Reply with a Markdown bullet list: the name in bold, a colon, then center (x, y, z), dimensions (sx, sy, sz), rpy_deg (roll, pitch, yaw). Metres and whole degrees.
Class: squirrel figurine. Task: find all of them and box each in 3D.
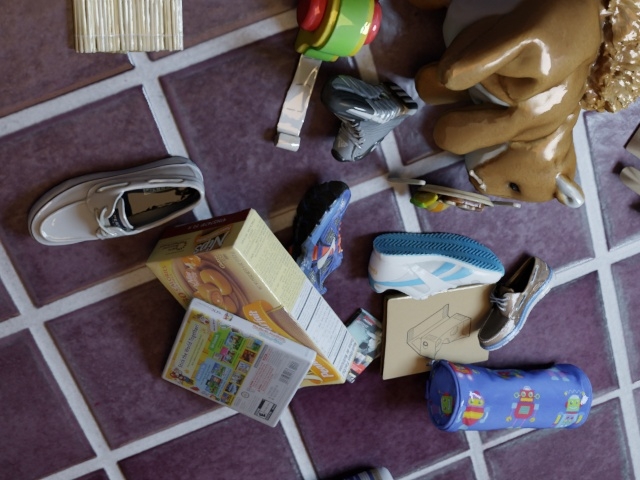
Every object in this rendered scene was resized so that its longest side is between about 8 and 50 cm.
- **squirrel figurine**: center (0.343, -0.229, 1.641), dimensions (0.397, 0.281, 0.370), rpy_deg (-24, 128, 0)

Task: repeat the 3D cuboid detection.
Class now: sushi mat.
- **sushi mat**: center (-0.264, -0.402, 1.513), dimensions (0.151, 0.019, 0.316), rpy_deg (-6, 119, -14)

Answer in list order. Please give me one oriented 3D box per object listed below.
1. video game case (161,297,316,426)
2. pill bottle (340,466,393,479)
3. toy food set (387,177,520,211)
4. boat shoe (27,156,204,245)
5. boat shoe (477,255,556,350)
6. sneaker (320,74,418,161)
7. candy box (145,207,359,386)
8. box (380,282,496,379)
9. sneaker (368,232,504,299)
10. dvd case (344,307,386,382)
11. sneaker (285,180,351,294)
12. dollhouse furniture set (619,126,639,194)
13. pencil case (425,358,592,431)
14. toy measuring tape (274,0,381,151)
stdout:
- **video game case**: center (-0.133, 0.196, 1.770), dimensions (0.206, 0.026, 0.227), rpy_deg (24, 141, -3)
- **pill bottle**: center (0.019, 0.517, 2.011), dimensions (0.264, 0.153, 0.153), rpy_deg (-18, 121, -6)
- **toy food set**: center (0.209, -0.059, 1.772), dimensions (0.192, 0.132, 0.038), rpy_deg (12, 90, -20)
- **boat shoe**: center (-0.298, -0.045, 1.654), dimensions (0.267, 0.088, 0.096), rpy_deg (-14, 121, -9)
- **boat shoe**: center (0.321, 0.103, 1.914), dimensions (0.183, 0.066, 0.066), rpy_deg (-51, 122, -11)
- **sneaker**: center (0.048, -0.165, 1.646), dimensions (0.132, 0.086, 0.228), rpy_deg (-50, 157, 25)
- **candy box**: center (-0.101, 0.101, 1.740), dimensions (0.183, 0.087, 0.316), rpy_deg (-10, 131, 37)
- **box**: center (0.202, 0.153, 1.936), dimensions (0.201, 0.021, 0.164), rpy_deg (-8, 120, -17)
- **sneaker**: center (0.189, 0.046, 1.853), dimensions (0.228, 0.087, 0.092), rpy_deg (6, 123, -11)
- **dvd case**: center (0.061, 0.181, 1.923), dimensions (0.087, 0.013, 0.119), rpy_deg (35, 105, -29)
- **sneaker**: center (0.000, 0.000, 1.779), dimensions (0.087, 0.083, 0.221), rpy_deg (9, 124, -27)
- **dollhouse furniture set**: center (0.581, -0.104, 1.911), dimensions (0.151, 0.123, 0.144), rpy_deg (2, 124, -57)
- **pencil case**: center (0.323, 0.272, 1.972), dimensions (0.306, 0.133, 0.119), rpy_deg (4, 97, -26)
- **toy measuring tape**: center (0.007, -0.264, 1.609), dimensions (0.121, 0.121, 0.330), rpy_deg (11, 114, -21)
